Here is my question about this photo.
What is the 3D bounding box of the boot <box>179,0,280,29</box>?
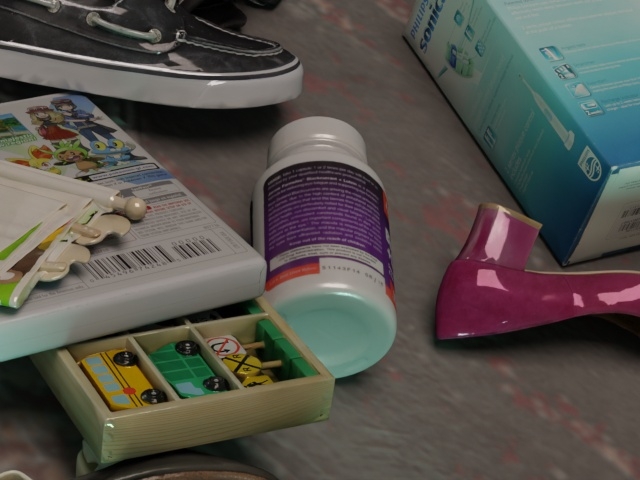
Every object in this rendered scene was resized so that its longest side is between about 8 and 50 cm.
[{"bbox_3d":[-0.177,-0.261,1.605,0.338,0.118,0.223,-29,68,-33],"label":"boot"}]

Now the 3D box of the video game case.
[{"bbox_3d":[-0.252,-0.008,1.321,0.329,0.036,0.300,-14,35,-30],"label":"video game case"}]

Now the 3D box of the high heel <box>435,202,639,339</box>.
[{"bbox_3d":[0.210,0.069,1.479,0.244,0.082,0.117,26,75,-15],"label":"high heel"}]

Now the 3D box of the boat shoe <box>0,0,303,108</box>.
[{"bbox_3d":[-0.155,-0.175,1.516,0.301,0.102,0.108,8,18,-10],"label":"boat shoe"}]

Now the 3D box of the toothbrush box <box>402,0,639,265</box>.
[{"bbox_3d":[0.241,-0.142,1.633,0.216,0.126,0.295,-13,55,-29],"label":"toothbrush box"}]

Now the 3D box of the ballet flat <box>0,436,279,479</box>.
[{"bbox_3d":[-0.160,0.175,1.211,0.280,0.095,0.096,-11,45,-29],"label":"ballet flat"}]

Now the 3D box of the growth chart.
[{"bbox_3d":[-0.239,-0.001,1.251,0.172,0.021,0.237,21,33,24],"label":"growth chart"}]

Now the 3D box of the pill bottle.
[{"bbox_3d":[0.000,0.000,1.422,0.108,0.108,0.193,9,46,-12],"label":"pill bottle"}]

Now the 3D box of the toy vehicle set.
[{"bbox_3d":[-0.125,0.056,1.311,0.166,0.035,0.267,-9,32,-27],"label":"toy vehicle set"}]
